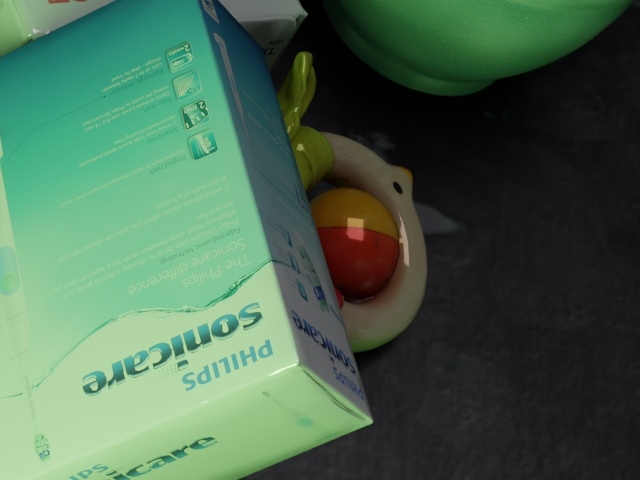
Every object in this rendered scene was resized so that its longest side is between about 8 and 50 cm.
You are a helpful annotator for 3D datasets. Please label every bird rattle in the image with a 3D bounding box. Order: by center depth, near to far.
[{"bbox_3d":[0.000,0.000,1.309,0.207,0.143,0.253,15,53,-36],"label":"bird rattle"}]

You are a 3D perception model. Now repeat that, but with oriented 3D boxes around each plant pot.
[{"bbox_3d":[0.114,-0.240,1.475,0.293,0.196,0.293,15,47,-17],"label":"plant pot"}]

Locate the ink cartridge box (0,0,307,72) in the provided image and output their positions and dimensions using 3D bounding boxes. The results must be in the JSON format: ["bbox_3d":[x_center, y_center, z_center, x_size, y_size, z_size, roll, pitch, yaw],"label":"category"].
[{"bbox_3d":[-0.182,-0.240,1.381,0.223,0.129,0.307,-9,61,-32],"label":"ink cartridge box"}]

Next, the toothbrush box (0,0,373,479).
[{"bbox_3d":[-0.118,0.010,1.167,0.126,0.216,0.295,44,25,-57],"label":"toothbrush box"}]
